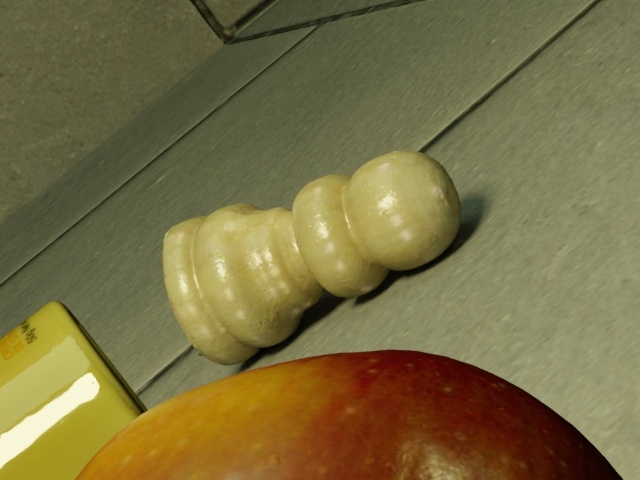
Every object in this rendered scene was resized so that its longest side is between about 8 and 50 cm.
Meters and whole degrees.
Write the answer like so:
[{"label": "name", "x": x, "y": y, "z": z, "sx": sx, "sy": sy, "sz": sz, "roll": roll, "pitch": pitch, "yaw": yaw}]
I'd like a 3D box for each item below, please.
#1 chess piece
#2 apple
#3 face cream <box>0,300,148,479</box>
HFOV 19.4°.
[{"label": "chess piece", "x": 0.000, "y": 0.000, "z": 1.628, "sx": 0.261, "sy": 0.143, "sz": 0.143, "roll": -25, "pitch": 18, "yaw": 26}, {"label": "apple", "x": 0.008, "y": 0.194, "z": 0.707, "sx": 0.288, "sy": 0.288, "sz": 0.317, "roll": -25, "pitch": 31, "yaw": 37}, {"label": "face cream", "x": -0.193, "y": 0.178, "z": 1.320, "sx": 0.179, "sy": 0.218, "sz": 0.218, "roll": -37, "pitch": 14, "yaw": -6}]
